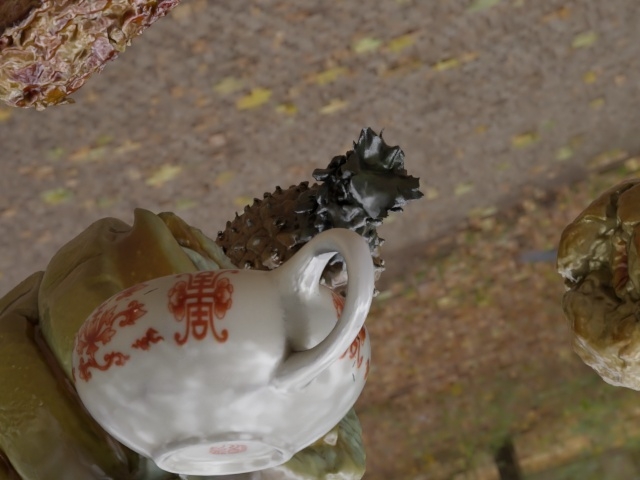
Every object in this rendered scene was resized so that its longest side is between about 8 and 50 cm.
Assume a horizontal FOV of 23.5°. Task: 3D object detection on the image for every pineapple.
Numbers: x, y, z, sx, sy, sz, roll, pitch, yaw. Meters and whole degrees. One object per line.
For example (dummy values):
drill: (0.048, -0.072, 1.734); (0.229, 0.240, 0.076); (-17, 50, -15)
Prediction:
pineapple: (0.000, 0.000, 1.710); (0.202, 0.202, 0.362); (-9, 155, -32)

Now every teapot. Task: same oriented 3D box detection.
teapot: (-0.046, 0.063, 0.823); (0.159, 0.116, 0.245); (27, 142, -31)

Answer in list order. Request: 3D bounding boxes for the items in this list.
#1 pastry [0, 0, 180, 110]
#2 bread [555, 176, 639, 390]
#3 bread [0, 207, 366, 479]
pastry: (-0.090, -0.113, 0.665); (0.063, 0.087, 0.169); (38, 133, -26)
bread: (0.335, 0.045, 1.614); (0.134, 0.244, 0.244); (5, 158, -28)
bread: (-0.175, 0.166, 1.255); (0.341, 0.300, 0.210); (-30, -157, 18)
